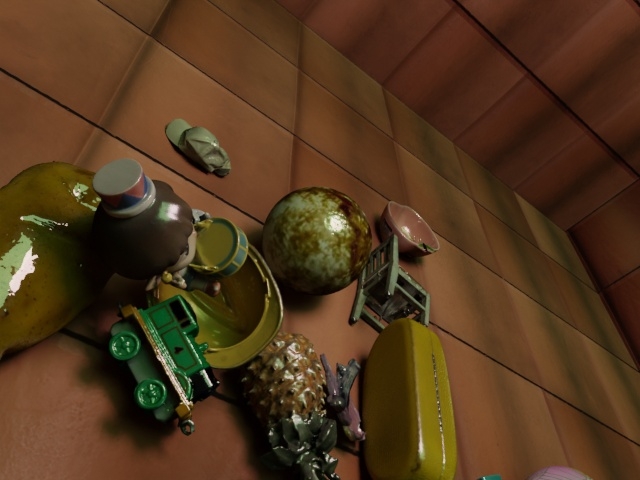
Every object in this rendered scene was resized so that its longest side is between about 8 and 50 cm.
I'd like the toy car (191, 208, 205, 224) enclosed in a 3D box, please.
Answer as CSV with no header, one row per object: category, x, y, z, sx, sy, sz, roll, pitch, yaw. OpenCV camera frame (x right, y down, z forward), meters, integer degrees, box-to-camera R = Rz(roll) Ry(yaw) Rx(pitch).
toy car,-0.242,-0.032,1.193,0.093,0.025,0.041,49,29,4

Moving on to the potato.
potato,-0.412,0.028,0.802,0.176,0.196,0.369,4,37,15

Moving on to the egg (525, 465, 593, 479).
egg,0.540,0.599,1.258,0.271,0.196,0.196,-10,61,-49

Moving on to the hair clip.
hair clip,0.048,0.302,1.102,0.146,0.056,0.187,61,16,-23

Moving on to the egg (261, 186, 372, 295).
egg,0.000,0.000,1.250,0.238,0.238,0.289,54,21,12

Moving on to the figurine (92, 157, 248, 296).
figurine,-0.229,-0.010,0.826,0.275,0.158,0.161,38,33,-65

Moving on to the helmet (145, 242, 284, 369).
helmet,-0.172,0.109,0.986,0.257,0.205,0.140,46,-10,17

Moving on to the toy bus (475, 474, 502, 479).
toy bus,0.361,0.574,1.165,0.079,0.092,0.160,15,42,-40

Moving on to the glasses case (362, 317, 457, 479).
glasses case,0.178,0.340,1.131,0.141,0.173,0.371,33,35,-21

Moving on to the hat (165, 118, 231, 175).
hat,-0.281,-0.233,1.341,0.166,0.081,0.122,48,26,23

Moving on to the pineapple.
pineapple,-0.046,0.312,0.938,0.170,0.141,0.310,16,49,-52

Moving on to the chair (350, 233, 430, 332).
chair,0.182,0.130,1.423,0.147,0.136,0.270,40,29,-13

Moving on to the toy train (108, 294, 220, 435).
toy train,-0.229,0.175,0.847,0.136,0.091,0.228,-30,75,-21

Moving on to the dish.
dish,0.256,-0.015,1.733,0.213,0.090,0.213,32,31,-22
